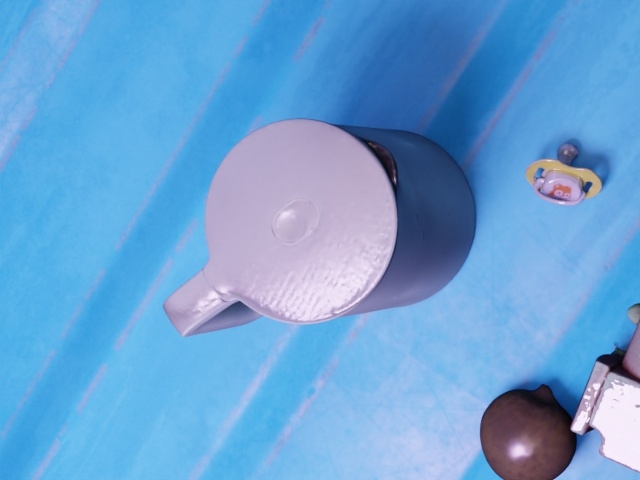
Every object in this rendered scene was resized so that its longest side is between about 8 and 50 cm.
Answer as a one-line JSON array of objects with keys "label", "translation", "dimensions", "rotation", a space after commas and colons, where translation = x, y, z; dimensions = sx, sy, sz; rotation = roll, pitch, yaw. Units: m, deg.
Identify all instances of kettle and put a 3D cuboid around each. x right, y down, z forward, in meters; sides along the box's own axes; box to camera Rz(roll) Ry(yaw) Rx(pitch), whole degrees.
[{"label": "kettle", "translation": [0.002, -0.016, 1.402], "dimensions": [0.265, 0.318, 0.205], "rotation": [-5, 91, 18]}]

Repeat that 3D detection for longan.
[{"label": "longan", "translation": [0.224, 0.209, 1.451], "dimensions": [0.113, 0.092, 0.113], "rotation": [-12, 63, 25]}]

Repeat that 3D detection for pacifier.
[{"label": "pacifier", "translation": [0.264, -0.074, 1.457], "dimensions": [0.083, 0.068, 0.064], "rotation": [16, 62, 1]}]

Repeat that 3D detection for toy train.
[{"label": "toy train", "translation": [0.402, 0.117, 1.363], "dimensions": [0.221, 0.150, 0.304], "rotation": [24, 101, 23]}]
